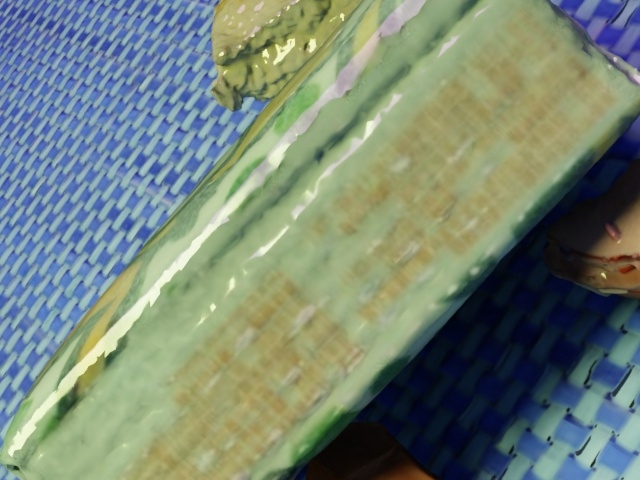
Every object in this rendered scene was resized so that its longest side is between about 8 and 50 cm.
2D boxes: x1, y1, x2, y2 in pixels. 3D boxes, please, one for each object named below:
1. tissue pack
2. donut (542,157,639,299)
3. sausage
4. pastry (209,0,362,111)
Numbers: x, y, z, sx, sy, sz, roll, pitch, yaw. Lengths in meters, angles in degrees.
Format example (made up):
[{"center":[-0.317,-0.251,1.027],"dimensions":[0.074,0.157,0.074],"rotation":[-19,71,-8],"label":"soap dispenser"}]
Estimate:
[{"center":[0.000,0.000,0.684],"dimensions":[0.311,0.128,0.228],"rotation":[-48,3,7],"label":"tissue pack"},{"center":[0.182,-0.038,0.614],"dimensions":[0.166,0.065,0.117],"rotation":[-59,31,-7],"label":"donut"},{"center":[0.043,0.132,0.626],"dimensions":[0.065,0.065,0.169],"rotation":[-55,32,-5],"label":"sausage"},{"center":[0.025,-0.196,0.933],"dimensions":[0.258,0.089,0.121],"rotation":[-39,40,18],"label":"pastry"}]
